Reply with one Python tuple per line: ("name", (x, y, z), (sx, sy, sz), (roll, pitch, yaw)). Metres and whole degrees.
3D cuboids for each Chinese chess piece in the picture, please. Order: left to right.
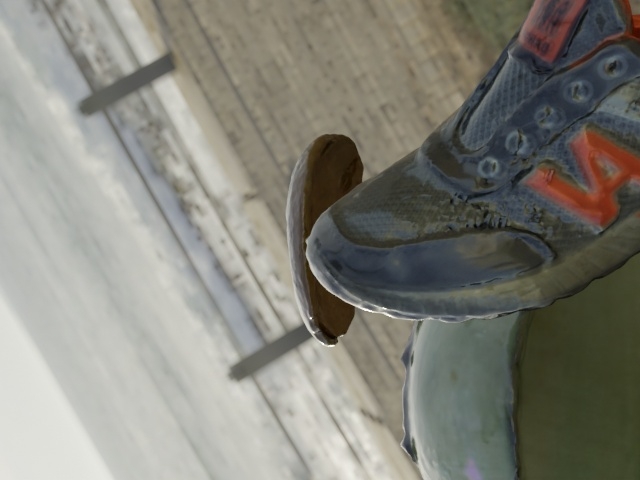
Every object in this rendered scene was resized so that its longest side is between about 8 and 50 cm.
("Chinese chess piece", (0.232, 0.119, 1.201), (0.146, 0.349, 0.349), (-7, 114, 60))

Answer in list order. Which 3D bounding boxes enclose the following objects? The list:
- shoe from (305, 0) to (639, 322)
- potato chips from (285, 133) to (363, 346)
("shoe", (0.142, -0.077, 0.906), (0.132, 0.336, 0.171), (-122, 14, -57))
("potato chips", (0.000, 0.000, 1.480), (0.150, 0.049, 0.201), (-12, -83, -63))
